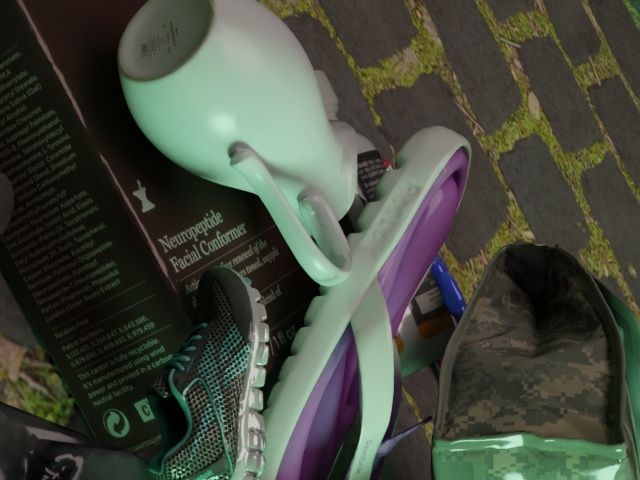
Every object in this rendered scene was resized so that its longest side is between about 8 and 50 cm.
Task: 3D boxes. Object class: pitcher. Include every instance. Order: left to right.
[{"bbox_3d":[-0.046,-0.073,0.969,0.207,0.125,0.178,43,22,-46],"label":"pitcher"}]

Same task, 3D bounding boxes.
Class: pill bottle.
[{"bbox_3d":[0.000,0.000,1.223,0.162,0.162,0.278,-19,84,-60],"label":"pill bottle"}]

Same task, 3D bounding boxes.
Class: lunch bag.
[{"bbox_3d":[0.184,0.164,1.125,0.287,0.169,0.235,-73,160,-57],"label":"lunch bag"}]

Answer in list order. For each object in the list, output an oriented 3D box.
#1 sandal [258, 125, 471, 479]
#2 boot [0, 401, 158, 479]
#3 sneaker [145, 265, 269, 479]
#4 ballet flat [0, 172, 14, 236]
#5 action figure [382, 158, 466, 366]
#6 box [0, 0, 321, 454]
[{"bbox_3d":[0.039,0.107,1.045,0.416,0.102,0.169,-67,161,-5],"label":"sandal"},{"bbox_3d":[-0.142,0.345,0.783,0.367,0.146,0.445,44,31,-35],"label":"boot"},{"bbox_3d":[-0.078,0.089,0.892,0.076,0.065,0.166,14,58,-30],"label":"sneaker"},{"bbox_3d":[-0.297,0.000,0.872,0.250,0.058,0.084,-34,132,-55],"label":"ballet flat"},{"bbox_3d":[0.102,0.044,1.419,0.139,0.091,0.280,-4,71,-68],"label":"action figure"},{"bbox_3d":[-0.157,-0.052,1.044,0.381,0.143,0.191,61,30,-3],"label":"box"}]
